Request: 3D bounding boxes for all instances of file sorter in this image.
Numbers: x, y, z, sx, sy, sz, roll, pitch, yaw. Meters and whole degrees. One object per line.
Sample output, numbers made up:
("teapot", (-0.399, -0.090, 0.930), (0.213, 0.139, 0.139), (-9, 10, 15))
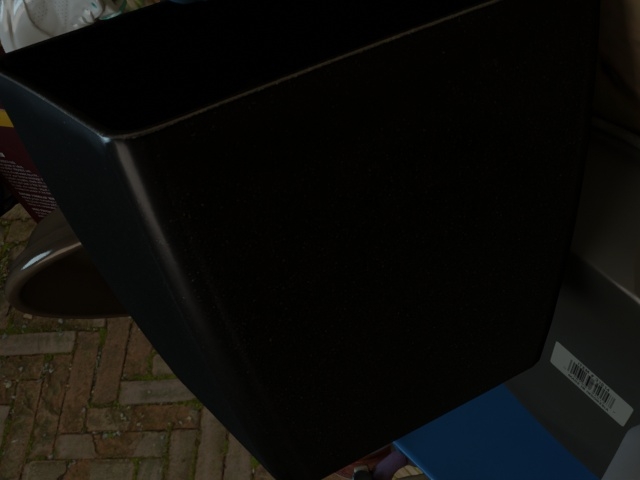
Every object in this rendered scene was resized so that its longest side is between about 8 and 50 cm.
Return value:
("file sorter", (0.139, 0.150, 0.728), (0.170, 0.118, 0.104), (42, 169, 28))

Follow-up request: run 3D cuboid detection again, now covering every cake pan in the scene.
("cake pan", (0.155, 0.058, 0.539), (0.293, 0.054, 0.293), (46, 167, 14))

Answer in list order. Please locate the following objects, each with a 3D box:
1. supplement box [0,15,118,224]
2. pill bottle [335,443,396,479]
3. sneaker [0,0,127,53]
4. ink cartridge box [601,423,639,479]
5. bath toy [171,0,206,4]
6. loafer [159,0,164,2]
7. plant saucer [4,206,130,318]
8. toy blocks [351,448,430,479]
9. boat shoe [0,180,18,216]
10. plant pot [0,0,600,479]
("supplement box", (-0.217, -0.100, 1.023), (0.191, 0.129, 0.194), (9, 145, 37))
("pill bottle", (0.044, 0.206, 1.215), (0.121, 0.121, 0.216), (44, 166, 20))
("sneaker", (-0.190, -0.189, 0.826), (0.094, 0.080, 0.212), (31, 143, 9))
("ink cartridge box", (0.211, 0.135, 0.365), (0.203, 0.086, 0.148), (50, 132, -1))
("bath toy", (-0.087, -0.229, 0.320), (0.151, 0.129, 0.348), (8, 154, 15))
("loafer", (-0.061, -0.089, 0.731), (0.366, 0.133, 0.130), (132, 122, -68))
("plant saucer", (-0.065, -0.003, 0.692), (0.278, 0.277, 0.041), (109, 149, -76))
("toy blocks", (0.176, 0.322, 0.959), (0.309, 0.260, 0.289), (73, -175, -82))
("boat shoe", (-0.391, -0.152, 1.022), (0.127, 0.158, 0.341), (-5, 121, 28))
("plant pot", (-0.006, -0.015, 0.445), (0.188, 0.187, 0.167), (30, 138, 56))
